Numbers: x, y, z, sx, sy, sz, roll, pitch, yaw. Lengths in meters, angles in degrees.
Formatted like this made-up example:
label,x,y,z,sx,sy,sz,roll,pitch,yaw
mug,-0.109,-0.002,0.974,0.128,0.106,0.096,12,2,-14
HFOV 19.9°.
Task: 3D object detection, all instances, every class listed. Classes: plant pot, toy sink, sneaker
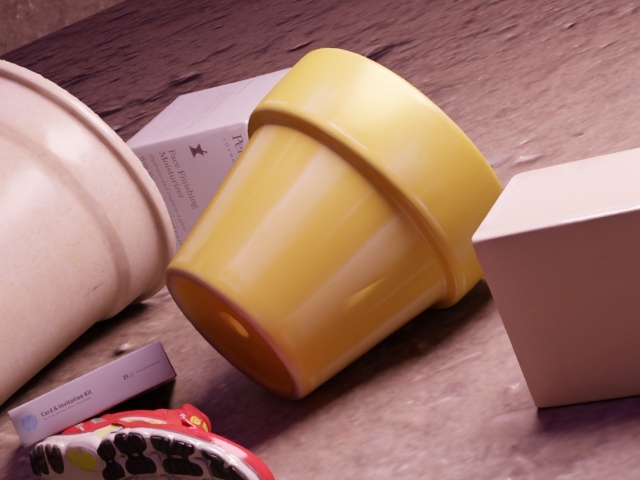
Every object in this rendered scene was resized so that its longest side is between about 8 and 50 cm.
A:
label,x,y,z,sx,sy,sz,roll,pitch,yaw
plant pot,0.000,0.000,1.604,0.239,0.254,0.254,-46,26,-18
plant pot,-0.366,0.036,1.836,0.334,0.334,0.305,-4,38,44
toy sink,0.260,0.016,1.377,0.234,0.153,0.131,-12,21,30
sneaker,-0.125,0.172,1.473,0.118,0.107,0.279,-32,21,-38

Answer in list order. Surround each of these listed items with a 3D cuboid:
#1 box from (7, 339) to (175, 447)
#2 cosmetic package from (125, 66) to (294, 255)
label,x,y,z,sx,sy,sz,roll,pitch,yaw
box,-0.201,0.138,1.647,0.145,0.038,0.186,-25,-3,-5
cosmetic package,-0.093,-0.083,2.029,0.183,0.151,0.151,-11,23,34
